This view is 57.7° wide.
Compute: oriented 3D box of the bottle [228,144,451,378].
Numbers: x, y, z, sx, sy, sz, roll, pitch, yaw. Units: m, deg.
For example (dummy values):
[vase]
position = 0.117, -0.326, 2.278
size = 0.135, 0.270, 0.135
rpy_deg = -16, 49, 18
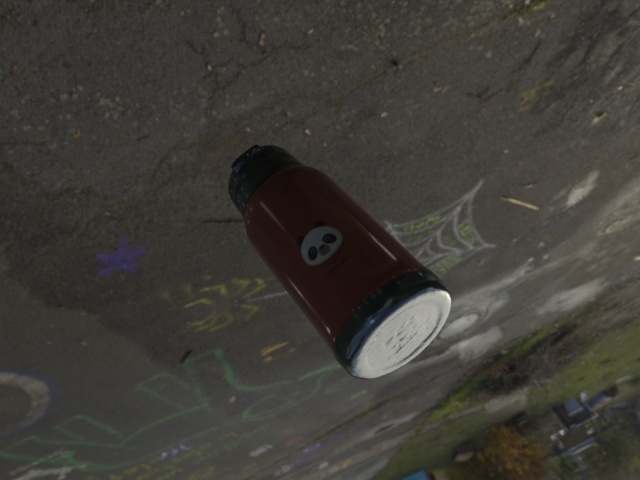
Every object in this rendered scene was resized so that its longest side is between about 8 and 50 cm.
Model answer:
[bottle]
position = 0.000, 0.000, 0.711
size = 0.144, 0.336, 0.143
rpy_deg = -25, 142, -21
